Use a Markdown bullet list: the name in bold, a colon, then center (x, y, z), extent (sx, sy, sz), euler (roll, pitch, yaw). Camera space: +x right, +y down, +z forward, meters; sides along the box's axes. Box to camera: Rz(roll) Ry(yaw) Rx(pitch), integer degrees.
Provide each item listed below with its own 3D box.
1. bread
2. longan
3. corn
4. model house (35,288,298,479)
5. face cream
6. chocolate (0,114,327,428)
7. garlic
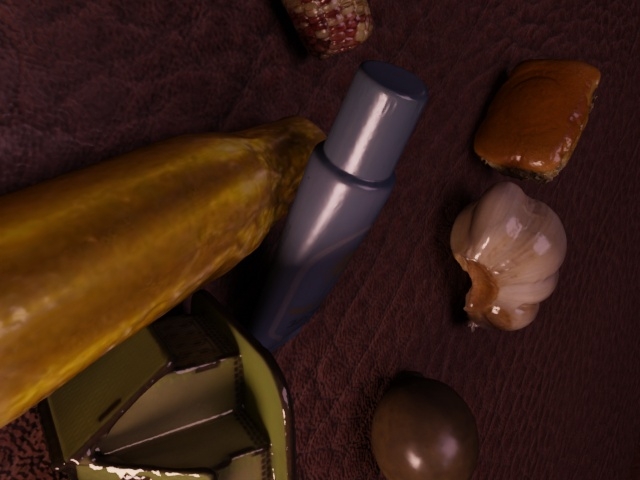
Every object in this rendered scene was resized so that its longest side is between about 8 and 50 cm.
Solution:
- **bread**: center (0.392, -0.217, 1.069), extent (0.246, 0.174, 0.121), euler (-56, 135, -16)
- **longan**: center (0.156, 0.290, 0.899), extent (0.204, 0.159, 0.185), euler (-97, 173, -45)
- **corn**: center (-0.030, -0.345, 0.666), extent (0.098, 0.098, 0.290), euler (-49, 124, -31)
- **model house**: center (-0.185, 0.188, 0.520), extent (0.278, 0.218, 0.205), euler (-13, 113, -28)
- **face cream**: center (0.000, 0.000, 0.625), extent (0.135, 0.086, 0.385), euler (-30, 152, -50)
- **chocolate**: center (-0.142, -0.008, 0.538), extent (0.445, 0.162, 0.162), euler (-34, 118, -42)
- **garlic**: center (0.337, 0.022, 1.033), extent (0.203, 0.184, 0.281), euler (-57, 132, -47)
